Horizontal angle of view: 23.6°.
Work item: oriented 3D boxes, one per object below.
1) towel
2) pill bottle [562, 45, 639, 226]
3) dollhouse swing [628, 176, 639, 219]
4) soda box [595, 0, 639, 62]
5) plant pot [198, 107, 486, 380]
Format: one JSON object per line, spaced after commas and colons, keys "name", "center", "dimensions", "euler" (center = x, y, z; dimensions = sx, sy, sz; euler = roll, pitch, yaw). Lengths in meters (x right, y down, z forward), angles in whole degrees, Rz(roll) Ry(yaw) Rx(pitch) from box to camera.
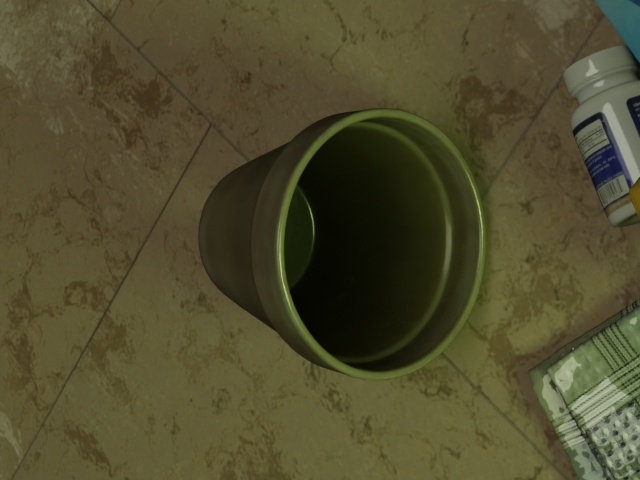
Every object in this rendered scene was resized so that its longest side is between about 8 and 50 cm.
{"name": "towel", "center": [0.416, 0.210, 1.740], "dimensions": [0.324, 0.056, 0.312], "euler": [-40, 70, 33]}
{"name": "pill bottle", "center": [0.347, -0.120, 1.734], "dimensions": [0.112, 0.112, 0.187], "euler": [-28, 76, 35]}
{"name": "dollhouse swing", "center": [0.535, -0.056, 1.474], "dimensions": [0.315, 0.305, 0.347], "euler": [66, 155, 0]}
{"name": "soda box", "center": [0.377, -0.254, 1.731], "dimensions": [0.071, 0.067, 0.210], "euler": [-43, 68, 31]}
{"name": "plant pot", "center": [0.000, 0.000, 1.917], "dimensions": [0.280, 0.323, 0.323], "euler": [3, 95, 54]}
